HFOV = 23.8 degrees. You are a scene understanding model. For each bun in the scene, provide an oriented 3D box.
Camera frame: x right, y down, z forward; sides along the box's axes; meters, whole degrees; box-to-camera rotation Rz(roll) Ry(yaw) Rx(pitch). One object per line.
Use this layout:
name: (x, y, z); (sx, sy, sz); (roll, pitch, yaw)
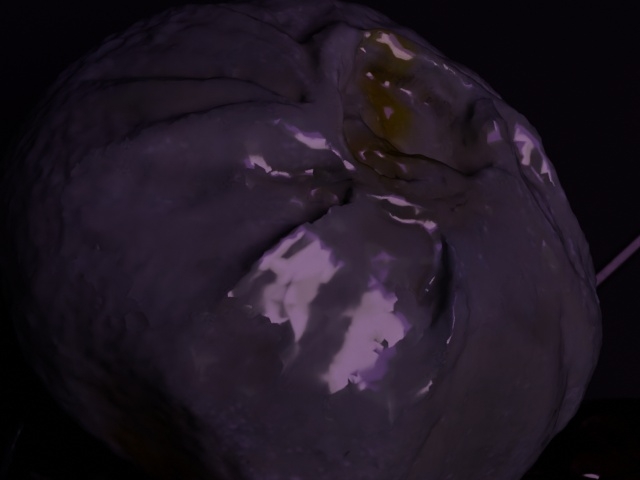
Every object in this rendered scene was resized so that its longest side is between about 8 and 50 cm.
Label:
bun: (0.000, 0.000, 0.856); (0.362, 0.211, 0.361); (16, 53, -22)

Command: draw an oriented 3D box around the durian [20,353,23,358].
durian: (-0.122, 0.018, 0.985); (0.182, 0.132, 0.165); (51, 40, 4)

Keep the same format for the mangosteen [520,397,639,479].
mangosteen: (0.191, 0.316, 1.001); (0.382, 0.382, 0.435); (-26, 128, -39)

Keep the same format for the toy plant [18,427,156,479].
toy plant: (-0.102, 0.230, 0.917); (0.218, 0.175, 0.235); (-12, 109, -31)

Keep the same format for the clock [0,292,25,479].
clock: (-0.328, 0.079, 0.852); (0.325, 0.067, 0.325); (13, 67, -32)
